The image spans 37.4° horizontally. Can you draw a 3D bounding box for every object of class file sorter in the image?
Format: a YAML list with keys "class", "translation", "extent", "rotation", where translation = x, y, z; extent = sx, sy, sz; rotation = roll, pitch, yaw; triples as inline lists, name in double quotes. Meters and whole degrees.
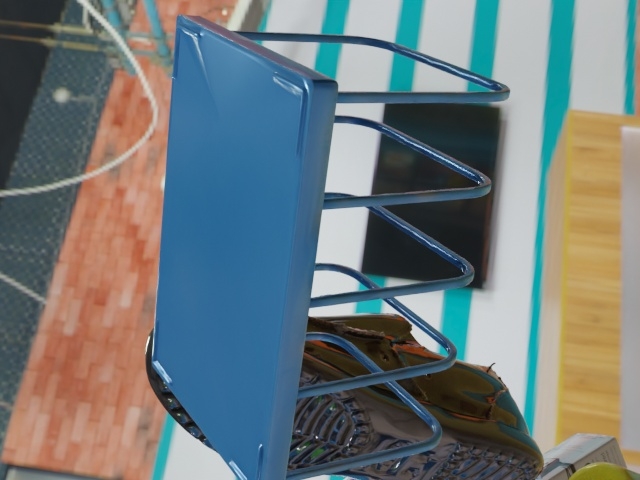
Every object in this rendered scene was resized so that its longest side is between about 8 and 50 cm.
- class: "file sorter"
  translation: [0.000, 0.000, 0.410]
  extent: [0.118, 0.104, 0.170]
  rotation: [36, 126, 51]

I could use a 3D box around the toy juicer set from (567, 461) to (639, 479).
- class: "toy juicer set"
  translation: [0.309, 0.137, 0.520]
  extent: [0.089, 0.329, 0.209]
  rotation: [37, -106, -38]

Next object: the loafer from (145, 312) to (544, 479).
- class: "loafer"
  translation: [0.021, 0.125, 0.808]
  extent: [0.134, 0.366, 0.130]
  rotation: [-48, 30, 33]

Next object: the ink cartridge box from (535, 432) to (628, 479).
- class: "ink cartridge box"
  translation: [0.308, 0.350, 1.200]
  extent: [0.082, 0.190, 0.140]
  rotation: [-17, 95, 61]

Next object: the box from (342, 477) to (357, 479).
- class: "box"
  translation: [0.024, 0.297, 1.088]
  extent: [0.081, 0.028, 0.136]
  rotation: [-33, -10, -42]
